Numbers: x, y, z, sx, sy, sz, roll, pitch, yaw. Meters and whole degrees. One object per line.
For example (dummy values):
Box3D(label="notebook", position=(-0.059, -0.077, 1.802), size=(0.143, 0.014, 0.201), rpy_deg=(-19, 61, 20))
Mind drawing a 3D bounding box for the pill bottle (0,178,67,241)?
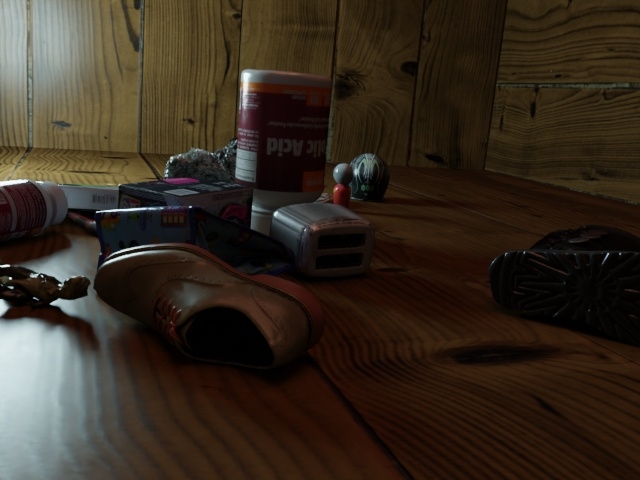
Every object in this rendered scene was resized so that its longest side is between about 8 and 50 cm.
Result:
Box3D(label="pill bottle", position=(-0.635, -0.063, 1.341), size=(0.121, 0.121, 0.221), rpy_deg=(9, 13, 20))

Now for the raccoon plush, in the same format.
Box3D(label="raccoon plush", position=(-0.222, -0.159, 1.804), size=(0.446, 0.216, 0.299), rpy_deg=(13, 22, 32))

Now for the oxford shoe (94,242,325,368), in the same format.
Box3D(label="oxford shoe", position=(-0.175, 0.084, 0.862), size=(0.348, 0.123, 0.130), rpy_deg=(9, 18, 22))

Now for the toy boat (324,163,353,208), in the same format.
Box3D(label="toy boat", position=(-0.036, -0.188, 2.097), size=(0.318, 0.148, 0.267), rpy_deg=(12, 14, 30))

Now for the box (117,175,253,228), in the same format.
Box3D(label="box", position=(-0.276, -0.046, 1.366), size=(0.163, 0.142, 0.247), rpy_deg=(13, 16, 28))

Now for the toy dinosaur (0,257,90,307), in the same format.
Box3D(label="toy dinosaur", position=(-0.466, 0.063, 0.988), size=(0.268, 0.064, 0.118), rpy_deg=(10, 7, 33))

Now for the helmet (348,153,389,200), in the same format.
Box3D(label="helmet", position=(0.170, -0.229, 2.330), size=(0.169, 0.161, 0.169), rpy_deg=(5, 12, -1))

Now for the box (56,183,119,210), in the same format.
Box3D(label="box", position=(-0.569, -0.111, 1.655), size=(0.232, 0.058, 0.322), rpy_deg=(4, 3, -4))

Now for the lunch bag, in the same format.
Box3D(label="lunch bag", position=(-0.198, 0.020, 1.121), size=(0.221, 0.138, 0.293), rpy_deg=(0, -2, 33))

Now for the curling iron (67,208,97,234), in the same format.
Box3D(label="curling iron", position=(-0.494, -0.034, 1.465), size=(0.068, 0.035, 0.274), rpy_deg=(-5, 16, -39))

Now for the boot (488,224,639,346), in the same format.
Box3D(label="boot", position=(0.561, 0.065, 1.235), size=(0.367, 0.146, 0.445), rpy_deg=(15, 11, 31))

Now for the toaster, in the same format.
Box3D(label="toaster", position=(0.000, 0.000, 1.295), size=(0.227, 0.129, 0.146), rpy_deg=(-1, 16, -33))

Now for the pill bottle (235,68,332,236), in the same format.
Box3D(label="pill bottle", position=(-0.096, -0.214, 1.616), size=(0.224, 0.392, 0.224), rpy_deg=(4, 13, -1))
